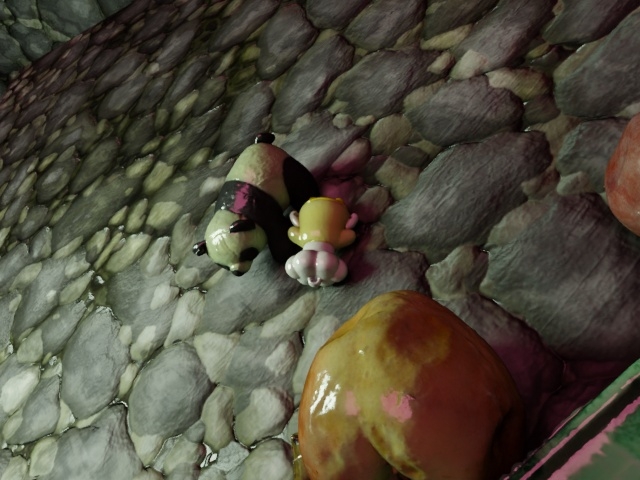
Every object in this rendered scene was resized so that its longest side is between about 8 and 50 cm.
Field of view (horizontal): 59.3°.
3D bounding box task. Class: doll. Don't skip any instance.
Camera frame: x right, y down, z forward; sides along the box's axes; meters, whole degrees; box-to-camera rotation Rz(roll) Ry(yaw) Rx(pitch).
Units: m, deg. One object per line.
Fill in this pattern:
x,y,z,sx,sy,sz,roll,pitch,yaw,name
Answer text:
-0.105,-0.049,0.908,0.143,0.135,0.234,5,63,41,doll
0.000,0.000,0.834,0.106,0.062,0.163,2,50,9,doll

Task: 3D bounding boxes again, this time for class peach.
0.373,-0.079,0.579,0.152,0.152,0.152,-20,46,22,peach
0.091,0.156,0.554,0.214,0.214,0.236,-13,31,28,peach

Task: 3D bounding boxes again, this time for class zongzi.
0.003,0.260,0.640,0.076,0.040,0.083,-11,62,21,zongzi

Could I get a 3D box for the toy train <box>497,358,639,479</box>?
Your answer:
0.236,0.241,0.402,0.266,0.145,0.202,-41,39,-1,toy train
